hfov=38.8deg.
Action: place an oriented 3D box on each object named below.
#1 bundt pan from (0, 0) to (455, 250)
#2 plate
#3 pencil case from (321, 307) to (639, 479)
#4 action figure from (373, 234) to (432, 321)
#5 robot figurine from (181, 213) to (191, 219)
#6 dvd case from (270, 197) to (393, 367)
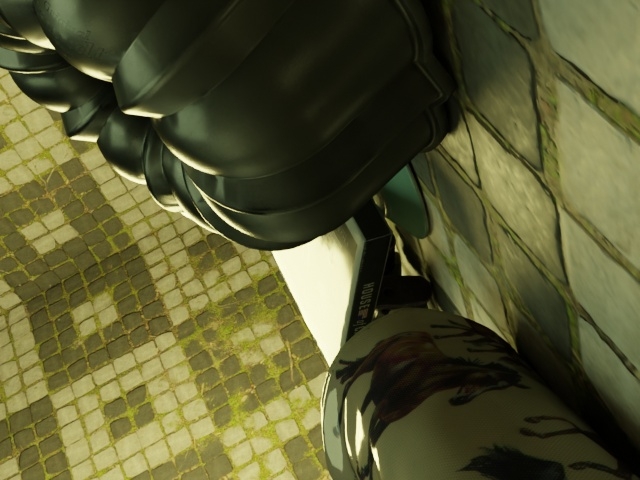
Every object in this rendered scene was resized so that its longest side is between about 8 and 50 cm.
[{"bbox_3d":[-0.093,-0.112,0.528,0.331,0.124,0.331,35,168,9],"label":"bundt pan"},{"bbox_3d":[0.033,-0.079,0.751,0.188,0.024,0.188,60,175,9],"label":"plate"},{"bbox_3d":[0.126,0.195,0.504,0.410,0.160,0.183,-128,20,-64],"label":"pencil case"},{"bbox_3d":[0.068,0.110,0.971,0.285,0.099,0.185,78,-179,-49],"label":"action figure"},{"bbox_3d":[-0.175,-0.173,1.372,0.300,0.200,0.353,-24,-95,-56],"label":"robot figurine"},{"bbox_3d":[0.000,0.000,0.815,0.238,0.030,0.179,96,151,-54],"label":"dvd case"}]
